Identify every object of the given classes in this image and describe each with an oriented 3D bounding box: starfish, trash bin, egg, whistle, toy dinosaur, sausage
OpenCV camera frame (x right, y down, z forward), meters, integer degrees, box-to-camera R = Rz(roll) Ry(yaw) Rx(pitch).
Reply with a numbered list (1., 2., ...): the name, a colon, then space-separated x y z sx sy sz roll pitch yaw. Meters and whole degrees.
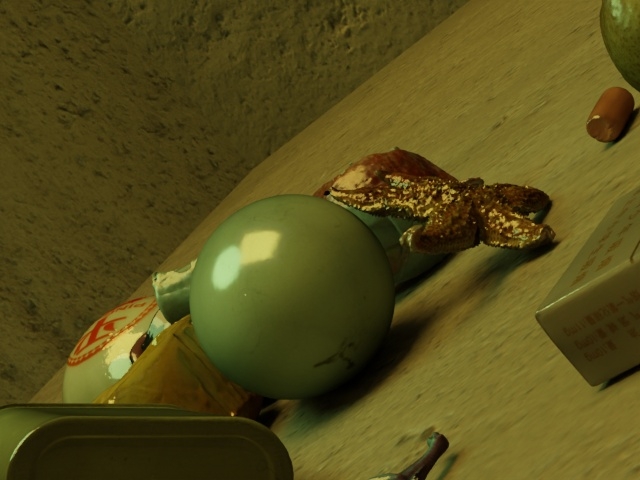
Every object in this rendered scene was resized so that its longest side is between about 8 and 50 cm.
1. starfish: 0.124 -0.030 1.668 0.240 0.227 0.043 -12 -64 -52
2. trash bin: -0.168 0.192 1.562 0.243 0.121 0.247 2 -6 -19
3. egg: -0.028 0.053 1.730 0.183 0.183 0.264 -43 -1 -13
4. whistle: 0.000 -0.001 1.910 0.346 0.133 0.142 -19 9 11
5. toy dinosaur: 0.035 0.173 1.216 0.080 0.045 0.197 -25 11 31
6. sausage: 0.268 -0.116 1.768 0.034 0.034 0.083 -37 7 32

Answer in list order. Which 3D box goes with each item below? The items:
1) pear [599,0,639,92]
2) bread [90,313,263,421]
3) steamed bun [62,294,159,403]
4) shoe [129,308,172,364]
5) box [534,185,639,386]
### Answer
1. pear: 0.308 -0.188 1.563 0.167 0.136 0.167 -44 -12 -12
2. bread: -0.160 0.186 1.823 0.179 0.133 0.250 -37 8 40
3. steamed bun: -0.221 0.150 2.324 0.232 0.145 0.232 -41 7 6
4. shoe: -0.114 0.111 2.020 0.114 0.137 0.291 -47 10 -32
5. box: 0.249 -0.017 1.140 0.233 0.067 0.149 -35 11 43
